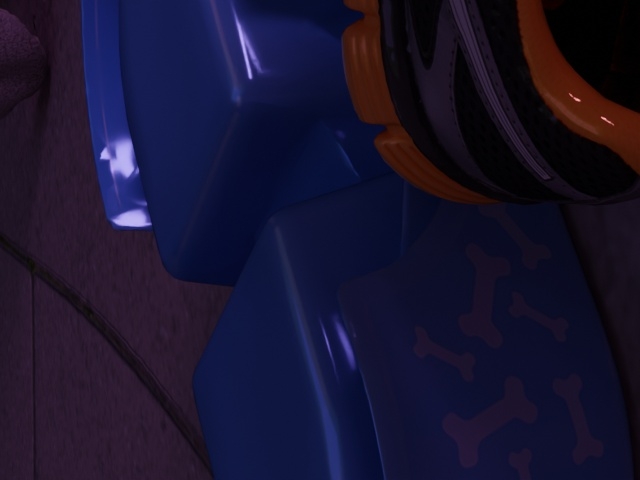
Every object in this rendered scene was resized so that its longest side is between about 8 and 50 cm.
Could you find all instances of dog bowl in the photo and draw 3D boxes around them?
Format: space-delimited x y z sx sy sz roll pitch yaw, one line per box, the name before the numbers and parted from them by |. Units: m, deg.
dog bowl | 0.000 0.000 0.457 0.166 0.074 0.297 119 141 -55

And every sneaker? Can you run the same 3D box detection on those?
sneaker | 0.046 -0.107 0.313 0.083 0.084 0.215 27 129 62

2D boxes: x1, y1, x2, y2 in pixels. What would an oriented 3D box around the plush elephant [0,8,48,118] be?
plush elephant | -0.277 -0.202 0.918 0.272 0.255 0.330 49 -121 -56
